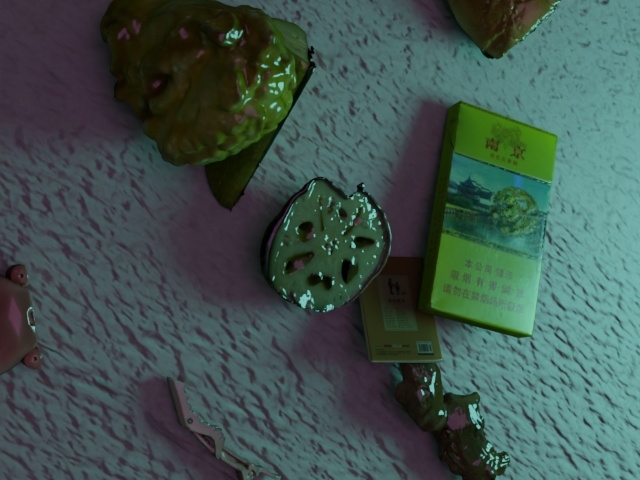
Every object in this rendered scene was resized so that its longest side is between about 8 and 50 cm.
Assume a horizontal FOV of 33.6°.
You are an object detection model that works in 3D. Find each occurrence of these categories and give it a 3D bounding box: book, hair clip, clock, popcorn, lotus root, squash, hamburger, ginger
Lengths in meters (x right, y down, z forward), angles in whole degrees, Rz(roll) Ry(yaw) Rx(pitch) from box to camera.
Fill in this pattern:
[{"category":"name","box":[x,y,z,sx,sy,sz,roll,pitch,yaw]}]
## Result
[{"category":"book","box":[0.115,0.102,1.582,0.118,0.012,0.172,3,62,-21]},{"category":"hair clip","box":[-0.154,0.286,1.501,0.072,0.034,0.226,-46,104,-15]},{"category":"clock","box":[-0.449,0.110,1.362,0.162,0.093,0.165,-10,93,-18]},{"category":"popcorn","box":[-0.167,-0.208,1.408,0.174,0.286,0.225,-14,116,-58]},{"category":"lotus root","box":[-0.003,0.003,1.546,0.203,0.078,0.183,-46,114,-13]},{"category":"squash","box":[-0.107,-0.189,1.538,0.093,0.169,0.252,25,114,-16]},{"category":"hamburger","box":[0.262,-0.397,1.624,0.155,0.135,0.207,-42,101,-19]},{"category":"ginger","box":[0.188,0.253,1.607,0.122,0.084,0.290,-35,101,-11]}]

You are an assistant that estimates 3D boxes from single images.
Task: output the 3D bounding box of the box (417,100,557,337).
[{"category":"box","box":[0.262,-0.032,1.637,0.187,0.047,0.334,16,73,-20]}]
